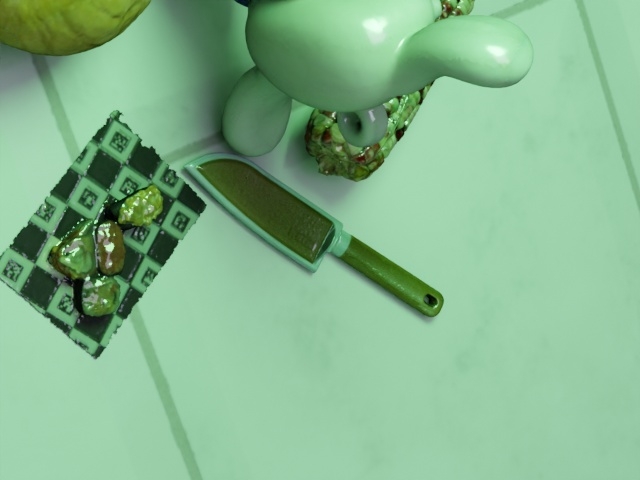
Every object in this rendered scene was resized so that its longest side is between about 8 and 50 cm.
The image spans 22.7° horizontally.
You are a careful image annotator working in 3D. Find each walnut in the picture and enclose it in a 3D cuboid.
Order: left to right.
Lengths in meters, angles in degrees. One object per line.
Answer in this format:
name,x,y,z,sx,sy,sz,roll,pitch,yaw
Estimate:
walnut,-0.228,-0.255,1.362,0.195,0.221,0.195,1,103,5

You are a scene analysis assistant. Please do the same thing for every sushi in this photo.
sushi,-0.194,-0.008,1.491,0.139,0.031,0.201,44,67,-25

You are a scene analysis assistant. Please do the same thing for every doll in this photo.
doll,-0.003,-0.260,1.419,0.187,0.376,0.365,-33,106,-55

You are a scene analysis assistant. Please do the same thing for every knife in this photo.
knife,-0.001,0.001,1.624,0.343,0.027,0.061,34,75,-29

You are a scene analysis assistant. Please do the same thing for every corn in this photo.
corn,0.075,-0.180,1.644,0.092,0.092,0.280,43,64,-26
